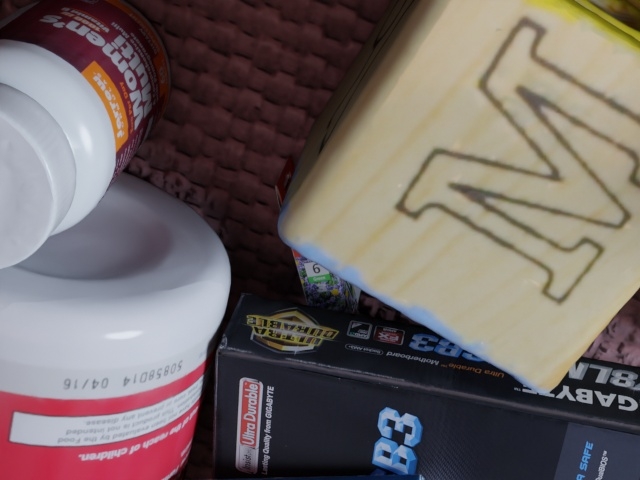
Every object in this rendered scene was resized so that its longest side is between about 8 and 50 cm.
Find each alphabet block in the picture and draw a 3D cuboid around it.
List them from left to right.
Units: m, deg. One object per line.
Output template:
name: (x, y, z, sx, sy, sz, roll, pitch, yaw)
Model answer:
alphabet block: (0.111, -0.066, 0.675, 0.193, 0.192, 0.197, 30, 116, -9)

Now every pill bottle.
pill bottle: (-0.212, 0.165, 0.802, 0.229, 0.229, 0.407, 15, 116, 0)
pill bottle: (-0.174, -0.074, 0.689, 0.121, 0.221, 0.121, 3, 115, 6)

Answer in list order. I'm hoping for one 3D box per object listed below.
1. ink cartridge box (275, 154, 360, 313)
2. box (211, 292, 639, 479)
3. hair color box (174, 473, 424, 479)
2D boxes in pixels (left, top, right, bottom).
ink cartridge box: (0.000, 0.000, 0.789, 0.029, 0.063, 0.115, -9, 113, 13)
box: (0.070, 0.194, 0.786, 0.293, 0.073, 0.295, 10, 124, 6)
hair color box: (0.003, 0.322, 0.773, 0.174, 0.105, 0.347, -4, 123, 11)
